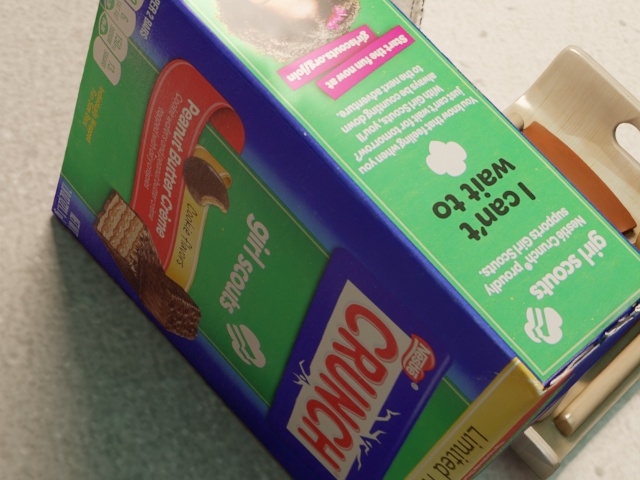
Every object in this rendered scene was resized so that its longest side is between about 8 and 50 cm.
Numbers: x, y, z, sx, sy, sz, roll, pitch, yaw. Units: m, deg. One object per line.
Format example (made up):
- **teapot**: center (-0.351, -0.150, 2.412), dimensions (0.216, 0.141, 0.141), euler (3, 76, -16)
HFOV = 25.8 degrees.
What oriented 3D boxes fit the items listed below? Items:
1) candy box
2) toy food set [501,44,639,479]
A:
- **candy box**: center (0.000, 0.000, 0.804), dimensions (0.317, 0.268, 0.122), euler (45, 57, 12)
- **toy food set**: center (0.168, 0.000, 0.988), dimensions (0.220, 0.092, 0.306), euler (46, 52, 11)
